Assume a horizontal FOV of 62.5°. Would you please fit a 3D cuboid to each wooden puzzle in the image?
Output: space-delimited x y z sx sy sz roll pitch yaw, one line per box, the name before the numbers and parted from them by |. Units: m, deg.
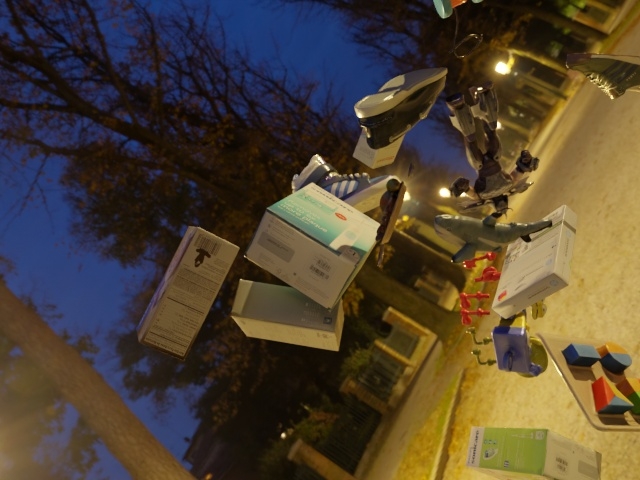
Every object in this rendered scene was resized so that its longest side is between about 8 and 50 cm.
wooden puzzle | 0.844 0.400 1.552 0.348 0.322 0.080 -109 36 -48

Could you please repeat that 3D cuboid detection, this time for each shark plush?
shark plush | 0.245 -0.012 0.752 0.073 0.161 0.067 -69 -24 -46

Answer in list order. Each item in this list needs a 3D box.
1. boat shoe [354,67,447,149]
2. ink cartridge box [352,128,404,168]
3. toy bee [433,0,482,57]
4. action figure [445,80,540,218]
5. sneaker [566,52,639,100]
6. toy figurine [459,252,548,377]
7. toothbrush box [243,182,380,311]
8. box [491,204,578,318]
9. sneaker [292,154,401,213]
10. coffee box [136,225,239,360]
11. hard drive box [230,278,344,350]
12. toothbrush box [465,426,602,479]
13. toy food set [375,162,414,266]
boat shoe | 0.171 -0.276 1.071 0.302 0.114 0.091 -37 -59 -37
ink cartridge box | 0.173 -0.296 1.434 0.127 0.072 0.175 -23 -38 -51
toy bee | 0.262 -0.542 1.112 0.195 0.162 0.298 -16 -23 -13
action figure | 0.333 -0.164 1.062 0.185 0.285 0.099 -25 20 -3
sneaker | 0.597 -0.330 1.073 0.064 0.192 0.086 -58 -26 -76
toy figurine | 0.393 0.222 1.149 0.217 0.191 0.363 -58 -41 -52
toothbrush box | 0.000 0.000 1.171 0.126 0.216 0.295 -61 -8 22
box | 0.387 0.037 0.950 0.145 0.038 0.186 -48 7 48
sneaker | 0.062 -0.192 1.638 0.322 0.236 0.130 -27 -17 13
coffee box | -0.275 0.101 1.083 0.247 0.098 0.141 -64 19 -7
hard drive box | -0.068 0.176 1.210 0.181 0.232 0.089 82 -162 -65
toothbrush box | 0.576 0.603 1.445 0.283 0.206 0.122 -30 36 59
toy food set | 0.123 -0.053 0.973 0.132 0.038 0.192 -55 -17 -76
